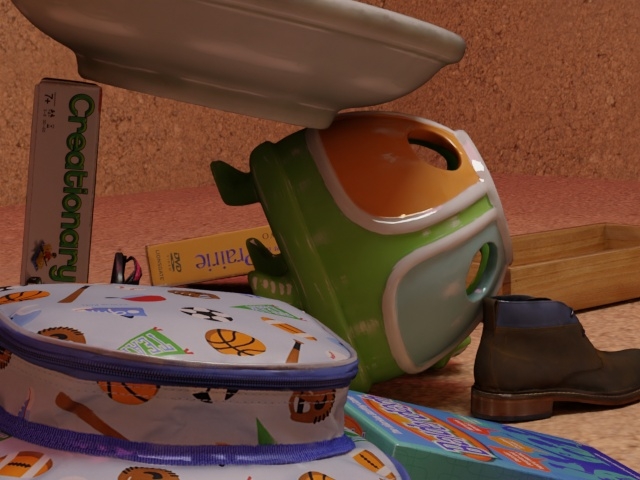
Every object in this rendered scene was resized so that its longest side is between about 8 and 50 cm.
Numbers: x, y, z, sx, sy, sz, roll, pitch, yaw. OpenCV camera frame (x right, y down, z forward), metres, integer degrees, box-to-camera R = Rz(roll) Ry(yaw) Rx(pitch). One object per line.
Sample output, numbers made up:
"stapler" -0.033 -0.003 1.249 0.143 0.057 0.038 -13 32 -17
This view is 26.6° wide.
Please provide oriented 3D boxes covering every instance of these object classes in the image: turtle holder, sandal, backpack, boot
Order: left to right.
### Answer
"sandal" -0.262 0.049 1.845 0.040 0.067 0.179 9 4 -6
"backpack" -0.077 0.133 0.685 0.276 0.213 0.263 -2 18 -24
"turtle holder" 0.059 0.030 1.240 0.227 0.320 0.243 -22 24 -1
"boot" 0.230 0.094 1.224 0.219 0.106 0.082 -7 9 -33

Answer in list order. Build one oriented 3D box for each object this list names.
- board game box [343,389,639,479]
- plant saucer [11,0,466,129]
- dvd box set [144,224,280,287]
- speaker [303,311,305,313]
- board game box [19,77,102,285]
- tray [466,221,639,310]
"board game box" 0.109 0.148 0.853 0.210 0.047 0.160 14 3 -18
"plant saucer" -0.085 -0.160 1.112 0.400 0.101 0.400 11 6 -1
"dvd box set" 0.000 0.000 1.796 0.420 0.062 0.307 -10 -1 3
"speaker" 0.036 0.091 1.495 0.136 0.055 0.055 -2 8 -5
"board game box" -0.215 0.023 1.098 0.053 0.305 0.193 4 7 -11
"tray" 0.318 0.037 1.774 0.410 0.076 0.202 -6 9 -38
